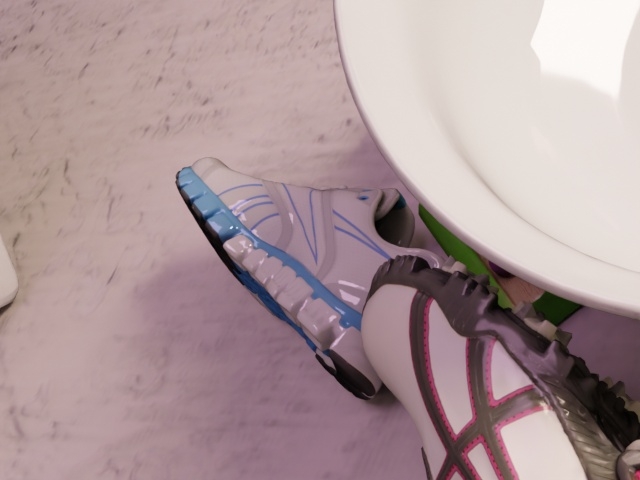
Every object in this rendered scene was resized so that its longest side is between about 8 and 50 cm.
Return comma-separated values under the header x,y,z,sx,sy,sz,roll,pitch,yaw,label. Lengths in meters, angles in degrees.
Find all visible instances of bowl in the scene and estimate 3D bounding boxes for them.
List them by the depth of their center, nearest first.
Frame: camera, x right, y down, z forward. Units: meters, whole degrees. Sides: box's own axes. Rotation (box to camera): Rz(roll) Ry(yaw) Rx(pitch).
x,y,z,sx,sy,sz,roll,pitch,yaw,label
0.163,-0.087,0.578,0.298,0.134,0.297,-9,64,18,bowl

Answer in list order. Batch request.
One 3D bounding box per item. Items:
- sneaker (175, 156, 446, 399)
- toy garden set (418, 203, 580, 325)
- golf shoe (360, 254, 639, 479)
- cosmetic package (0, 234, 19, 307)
x,y,z,sx,sy,sz,roll,pitch,yaw,label
0.000,0.000,0.759,0.083,0.071,0.191,-41,42,-8,sneaker
0.136,-0.092,0.724,0.244,0.049,0.204,-39,35,6,toy garden set
0.071,0.093,0.550,0.120,0.105,0.273,-52,34,1,golf shoe
-0.439,-0.093,0.919,0.327,0.393,0.329,-30,27,-29,cosmetic package
